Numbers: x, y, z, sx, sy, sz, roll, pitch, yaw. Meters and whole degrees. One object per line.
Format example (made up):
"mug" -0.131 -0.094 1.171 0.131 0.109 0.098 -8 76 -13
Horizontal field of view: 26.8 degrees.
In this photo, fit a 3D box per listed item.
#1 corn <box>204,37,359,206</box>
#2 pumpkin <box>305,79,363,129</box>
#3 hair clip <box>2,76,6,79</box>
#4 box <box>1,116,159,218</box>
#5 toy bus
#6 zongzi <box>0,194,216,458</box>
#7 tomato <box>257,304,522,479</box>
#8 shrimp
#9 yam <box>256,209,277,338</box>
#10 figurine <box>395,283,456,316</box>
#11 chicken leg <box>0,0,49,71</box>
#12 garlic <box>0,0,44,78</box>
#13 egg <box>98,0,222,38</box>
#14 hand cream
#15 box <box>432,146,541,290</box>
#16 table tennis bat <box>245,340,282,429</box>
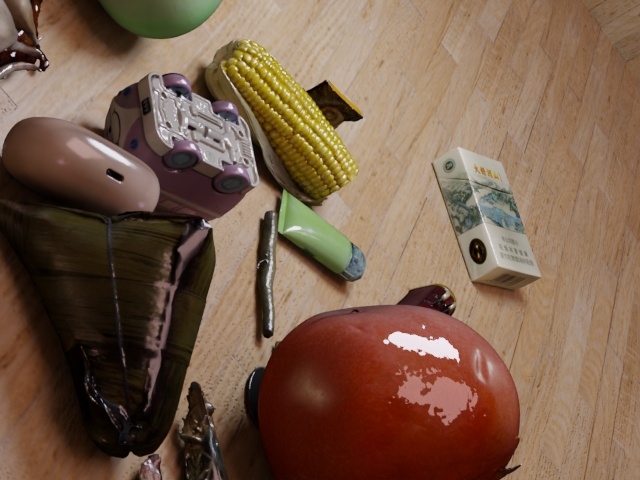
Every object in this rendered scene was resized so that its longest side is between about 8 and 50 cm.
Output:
"corn" -0.058 -0.181 2.103 0.305 0.122 0.123 50 4 -20
"pumpkin" 0.016 -0.232 2.283 0.101 0.073 0.035 45 38 -30
"hair clip" -0.431 -0.249 1.678 0.115 0.039 0.030 54 34 -14
"box" -0.292 -0.084 1.642 0.200 0.146 0.088 32 73 -41
"toy bus" -0.196 -0.121 1.810 0.202 0.142 0.142 25 45 -45
"zongzi" -0.291 0.086 1.557 0.300 0.138 0.286 16 71 -5
"tomato" 0.088 0.212 1.749 0.341 0.341 0.272 -1 76 -56
"shrimp" -0.160 0.286 1.610 0.143 0.052 0.251 21 49 -43
"yam" -0.077 0.046 1.954 0.029 0.027 0.234 81 7 -48
"figurine" 0.184 0.112 2.216 0.082 0.098 0.154 55 33 -1
"chicken leg" -0.385 -0.323 1.743 0.177 0.083 0.322 66 19 -45
"garlic" -0.452 -0.248 1.511 0.292 0.210 0.237 29 24 -15
"egg" -0.230 -0.417 1.933 0.220 0.220 0.269 35 46 -36
"hand cream" 0.000 0.000 2.094 0.175 0.046 0.095 35 39 -26
"box" 0.319 -0.040 2.566 0.164 0.069 0.256 13 54 -51
"table tennis bat" -0.064 0.205 1.855 0.095 0.014 0.158 41 37 -28
